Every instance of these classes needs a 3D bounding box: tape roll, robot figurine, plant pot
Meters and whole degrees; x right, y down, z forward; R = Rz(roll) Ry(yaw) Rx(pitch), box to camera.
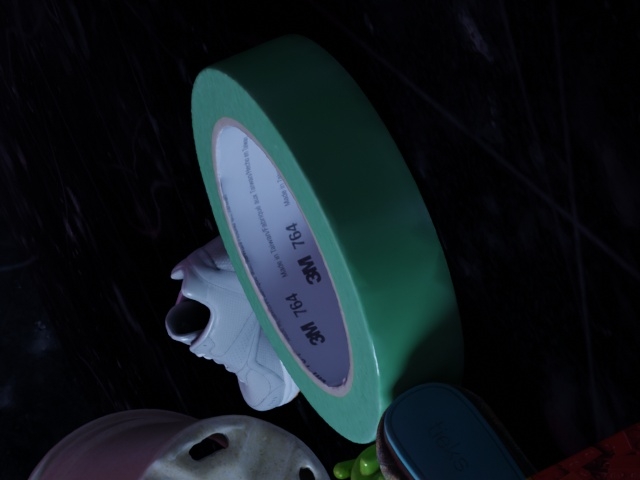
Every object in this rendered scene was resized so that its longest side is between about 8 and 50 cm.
[{"bbox_3d":[0.000,0.000,1.460,0.321,0.077,0.321,56,161,31],"label":"tape roll"},{"bbox_3d":[0.060,0.217,1.586,0.101,0.067,0.115,42,154,30],"label":"robot figurine"},{"bbox_3d":[-0.137,0.319,1.979,0.334,0.334,0.305,65,153,5],"label":"plant pot"}]

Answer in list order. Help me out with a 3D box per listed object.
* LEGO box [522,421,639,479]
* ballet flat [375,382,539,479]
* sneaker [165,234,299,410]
[{"bbox_3d":[0.151,0.385,0.988,0.193,0.372,0.500,42,151,55],"label":"LEGO box"},{"bbox_3d":[0.146,0.240,1.269,0.123,0.123,0.348,82,160,-44],"label":"ballet flat"},{"bbox_3d":[-0.090,0.082,1.777,0.099,0.121,0.262,55,160,37],"label":"sneaker"}]
